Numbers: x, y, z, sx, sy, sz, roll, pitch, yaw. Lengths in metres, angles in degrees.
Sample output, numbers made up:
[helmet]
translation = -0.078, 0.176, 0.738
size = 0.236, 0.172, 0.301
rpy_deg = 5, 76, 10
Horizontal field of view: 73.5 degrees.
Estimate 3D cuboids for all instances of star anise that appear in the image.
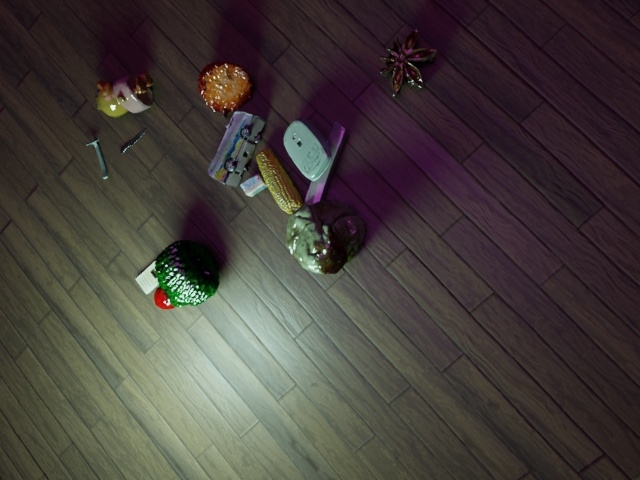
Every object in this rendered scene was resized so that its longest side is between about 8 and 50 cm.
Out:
[star anise]
translation = 0.335, -0.673, 1.634
size = 0.220, 0.099, 0.214
rpy_deg = -29, 97, 8

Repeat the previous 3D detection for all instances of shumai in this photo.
[shumai]
translation = 0.000, 0.000, 1.617
size = 0.304, 0.263, 0.309
rpy_deg = 30, 105, -1

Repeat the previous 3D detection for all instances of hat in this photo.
[hat]
translation = -0.609, 0.177, 1.815
size = 0.332, 0.242, 0.274
rpy_deg = -38, 69, 24

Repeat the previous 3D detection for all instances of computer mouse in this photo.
[computer mouse]
translation = -0.042, -0.365, 1.700
size = 0.159, 0.097, 0.288
rpy_deg = -51, 58, 27

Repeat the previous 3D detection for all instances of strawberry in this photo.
[strawberry]
translation = -0.412, -0.662, 1.800
size = 0.234, 0.234, 0.178
rpy_deg = -41, 53, 11

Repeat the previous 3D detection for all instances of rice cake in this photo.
[rice cake]
translation = 0.023, -0.295, 1.730
size = 0.073, 0.056, 0.364
rpy_deg = 21, 96, 20

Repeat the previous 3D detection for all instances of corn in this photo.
[corn]
translation = -0.170, -0.233, 1.758
size = 0.102, 0.101, 0.310
rpy_deg = -35, 82, 12

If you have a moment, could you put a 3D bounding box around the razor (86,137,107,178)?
[razor]
translation = -1.029, -0.379, 2.005
size = 0.068, 0.037, 0.191
rpy_deg = -22, 87, 9

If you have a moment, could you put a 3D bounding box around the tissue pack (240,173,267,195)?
[tissue pack]
translation = -0.274, -0.231, 1.798
size = 0.095, 0.074, 0.058
rpy_deg = -32, 80, 10

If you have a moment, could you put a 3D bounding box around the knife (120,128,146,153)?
[knife]
translation = -0.862, -0.457, 1.976
size = 0.170, 0.010, 0.023
rpy_deg = -39, 81, 10

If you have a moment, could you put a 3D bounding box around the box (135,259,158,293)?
[box]
translation = -0.756, 0.158, 1.947
size = 0.167, 0.024, 0.090
rpy_deg = -40, 82, 11

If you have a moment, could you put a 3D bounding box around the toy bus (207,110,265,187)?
[toy bus]
translation = -0.353, -0.388, 1.804
size = 0.138, 0.112, 0.316
rpy_deg = 28, 96, 23

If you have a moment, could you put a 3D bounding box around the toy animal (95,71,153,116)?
[toy animal]
translation = -0.880, -0.642, 1.909
size = 0.282, 0.195, 0.169
rpy_deg = -7, 128, 10
